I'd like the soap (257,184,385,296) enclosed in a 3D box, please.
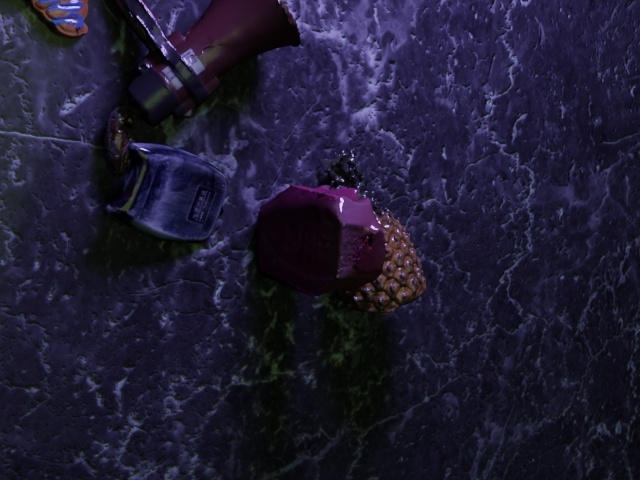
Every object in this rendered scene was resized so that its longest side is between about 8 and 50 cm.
[{"bbox_3d":[0.000,0.000,1.884,0.127,0.325,0.220,-11,107,-35],"label":"soap"}]

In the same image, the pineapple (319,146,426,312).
[{"bbox_3d":[0.099,-0.021,2.035,0.202,0.202,0.362,-19,98,-29],"label":"pineapple"}]

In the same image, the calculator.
[{"bbox_3d":[-0.280,-0.085,1.832,0.268,0.040,0.177,16,95,-51],"label":"calculator"}]

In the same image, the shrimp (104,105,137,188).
[{"bbox_3d":[-0.368,-0.168,1.773,0.065,0.056,0.165,-13,109,-37],"label":"shrimp"}]

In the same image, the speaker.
[{"bbox_3d":[-0.232,-0.385,1.754,0.329,0.198,0.259,-36,129,-14],"label":"speaker"}]

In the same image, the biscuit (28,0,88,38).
[{"bbox_3d":[-0.471,-0.489,1.662,0.183,0.043,0.280,-28,116,-30],"label":"biscuit"}]
